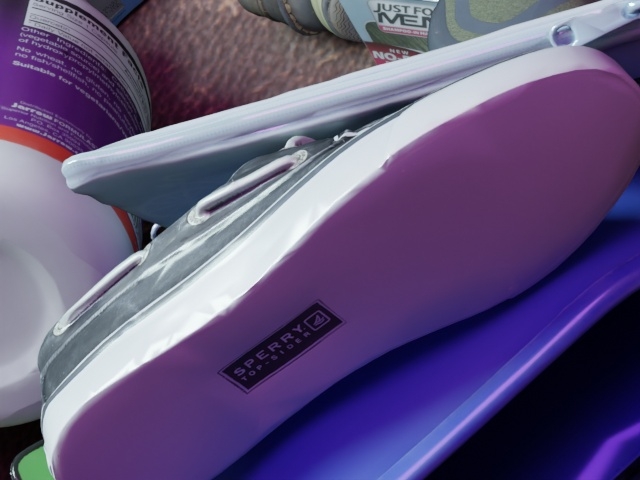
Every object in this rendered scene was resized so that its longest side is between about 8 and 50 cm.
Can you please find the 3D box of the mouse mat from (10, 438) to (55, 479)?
[{"bbox_3d":[-0.055,0.137,1.029,0.190,0.007,0.152,-28,69,-23],"label":"mouse mat"}]

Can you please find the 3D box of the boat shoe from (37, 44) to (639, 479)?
[{"bbox_3d":[0.000,0.000,0.816,0.301,0.108,0.102,-37,41,13],"label":"boat shoe"}]

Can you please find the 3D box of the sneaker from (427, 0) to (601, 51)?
[{"bbox_3d":[0.131,-0.212,1.017,0.111,0.121,0.300,12,66,31],"label":"sneaker"}]

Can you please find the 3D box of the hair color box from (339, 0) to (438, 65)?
[{"bbox_3d":[0.172,-0.266,1.182,0.185,0.113,0.374,11,64,30],"label":"hair color box"}]

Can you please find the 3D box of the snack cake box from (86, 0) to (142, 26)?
[{"bbox_3d":[-0.198,-0.279,1.390,0.152,0.089,0.264,-44,51,-3],"label":"snack cake box"}]

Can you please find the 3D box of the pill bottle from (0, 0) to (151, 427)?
[{"bbox_3d":[-0.196,-0.043,1.137,0.181,0.181,0.323,-24,29,11],"label":"pill bottle"}]

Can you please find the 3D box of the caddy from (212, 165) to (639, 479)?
[{"bbox_3d":[0.103,0.115,0.889,0.341,0.241,0.179,-42,44,-3],"label":"caddy"}]

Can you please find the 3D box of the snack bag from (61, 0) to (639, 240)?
[{"bbox_3d":[0.064,-0.051,0.966,0.323,0.342,0.037,-14,78,18],"label":"snack bag"}]

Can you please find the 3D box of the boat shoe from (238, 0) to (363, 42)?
[{"bbox_3d":[0.027,-0.297,1.264,0.130,0.132,0.355,5,61,29],"label":"boat shoe"}]
